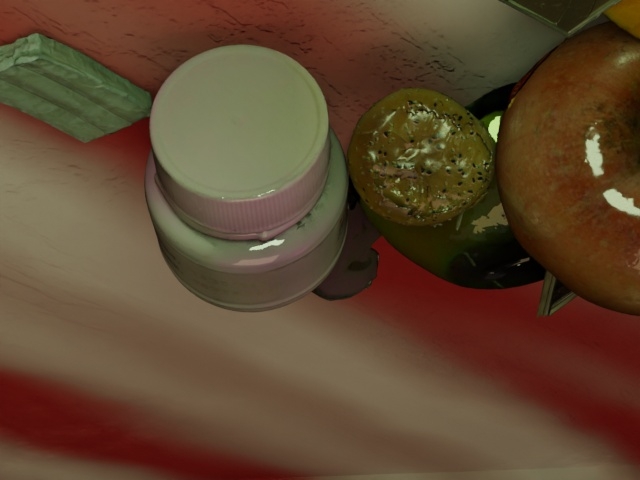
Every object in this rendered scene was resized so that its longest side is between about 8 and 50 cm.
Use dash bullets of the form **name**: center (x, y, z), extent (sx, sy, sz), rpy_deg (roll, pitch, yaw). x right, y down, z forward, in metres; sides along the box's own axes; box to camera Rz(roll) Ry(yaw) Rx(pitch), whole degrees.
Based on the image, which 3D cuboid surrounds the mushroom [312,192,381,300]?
- **mushroom**: center (0.000, 0.000, 1.989), extent (0.117, 0.141, 0.188), rpy_deg (17, 154, 33)

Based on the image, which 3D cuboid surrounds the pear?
- **pear**: center (0.248, -0.046, 1.852), extent (0.398, 0.165, 0.399), rpy_deg (-10, 157, -4)

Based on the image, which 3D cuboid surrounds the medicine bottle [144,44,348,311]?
- **medicine bottle**: center (-0.087, -0.070, 1.645), extent (0.241, 0.241, 0.302), rpy_deg (-6, 156, -2)

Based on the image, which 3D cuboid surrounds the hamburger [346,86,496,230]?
- **hamburger**: center (0.124, -0.092, 1.641), extent (0.177, 0.186, 0.113), rpy_deg (-27, -173, -2)

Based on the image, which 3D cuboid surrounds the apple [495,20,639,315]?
- **apple**: center (0.355, -0.085, 1.568), extent (0.338, 0.339, 0.305), rpy_deg (-3, 173, -7)

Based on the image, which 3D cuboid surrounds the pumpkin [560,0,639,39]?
- **pumpkin**: center (0.306, -0.296, 1.367), extent (0.317, 0.139, 0.221), rpy_deg (11, 148, -37)

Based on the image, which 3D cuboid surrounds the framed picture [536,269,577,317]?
- **framed picture**: center (0.389, 0.001, 1.816), extent (0.252, 0.014, 0.197), rpy_deg (-34, 158, -10)

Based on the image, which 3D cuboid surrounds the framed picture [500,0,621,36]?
- **framed picture**: center (0.253, -0.248, 1.294), extent (0.109, 0.011, 0.149), rpy_deg (19, 140, -40)

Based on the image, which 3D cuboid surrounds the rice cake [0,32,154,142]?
- **rice cake**: center (-0.296, -0.171, 1.615), extent (0.124, 0.038, 0.211), rpy_deg (-18, 155, 24)
